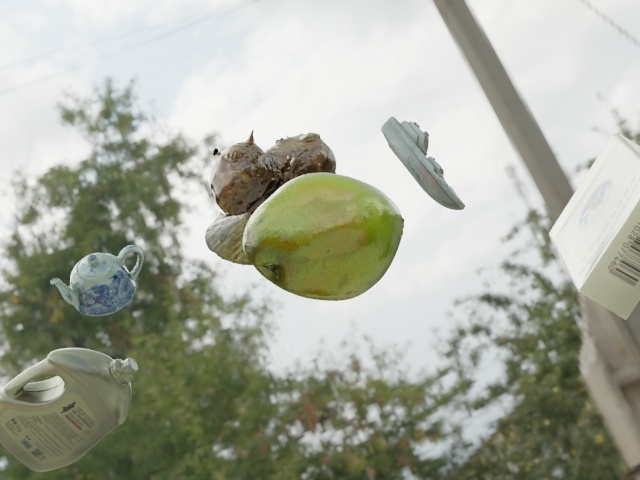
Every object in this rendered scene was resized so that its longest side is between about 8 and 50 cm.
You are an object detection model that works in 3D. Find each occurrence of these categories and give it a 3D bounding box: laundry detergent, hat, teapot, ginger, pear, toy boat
[{"bbox_3d":[-0.405,0.261,1.908,0.253,0.091,0.181,-33,-66,14],"label":"laundry detergent"},{"bbox_3d":[-0.137,-0.025,2.151,0.146,0.146,0.067,-12,-46,-29],"label":"hat"},{"bbox_3d":[-0.535,0.088,2.849,0.232,0.159,0.159,-26,-18,-18],"label":"teapot"},{"bbox_3d":[-0.108,-0.155,2.675,0.418,0.176,0.254,-36,-46,-40],"label":"ginger"},{"bbox_3d":[0.000,0.000,1.616,0.219,0.187,0.187,-14,-21,-39],"label":"pear"},{"bbox_3d":[0.230,-0.166,2.529,0.085,0.260,0.078,-39,-19,8],"label":"toy boat"}]

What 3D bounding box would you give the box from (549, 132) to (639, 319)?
[{"bbox_3d":[0.362,-0.025,1.417,0.164,0.069,0.256,-60,5,15],"label":"box"}]
